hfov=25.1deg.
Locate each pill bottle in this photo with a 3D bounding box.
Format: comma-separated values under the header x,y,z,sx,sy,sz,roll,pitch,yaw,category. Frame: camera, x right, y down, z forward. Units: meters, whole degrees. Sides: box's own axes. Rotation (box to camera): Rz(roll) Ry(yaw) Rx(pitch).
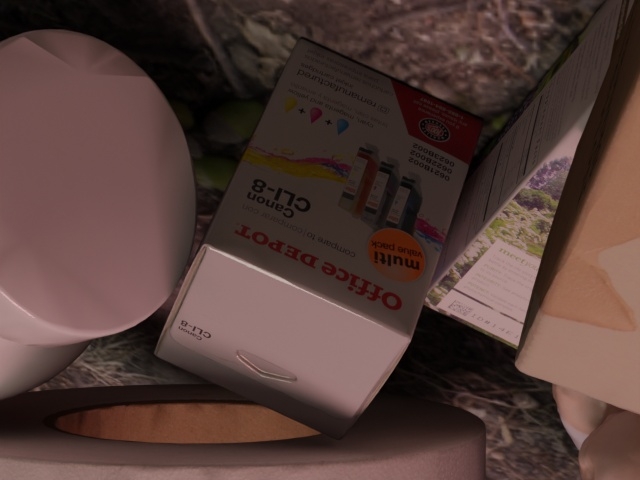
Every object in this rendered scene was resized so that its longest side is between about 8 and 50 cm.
x,y,z,sx,sy,sz,roll,pitch,yaw,category
-0.275,0.000,0.922,0.407,0.229,0.229,-13,131,43,pill bottle

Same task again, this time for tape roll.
x,y,z,sx,sy,sz,roll,pitch,yaw,category
-0.081,0.151,0.967,0.392,0.072,0.392,0,180,0,tape roll

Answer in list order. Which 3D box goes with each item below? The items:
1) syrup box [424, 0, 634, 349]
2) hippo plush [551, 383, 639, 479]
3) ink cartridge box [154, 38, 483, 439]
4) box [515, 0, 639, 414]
x,y,z,sx,sy,sz,roll,pitch,yaw,category
0.153,-0.036,0.803,0.093,0.096,0.237,26,141,-8,syrup box
0.192,0.192,0.924,0.236,0.234,0.294,-40,154,29,hippo plush
0.000,0.000,0.854,0.128,0.176,0.127,24,142,-4,ink cartridge box
0.173,-0.053,0.546,0.121,0.148,0.311,18,149,6,box
